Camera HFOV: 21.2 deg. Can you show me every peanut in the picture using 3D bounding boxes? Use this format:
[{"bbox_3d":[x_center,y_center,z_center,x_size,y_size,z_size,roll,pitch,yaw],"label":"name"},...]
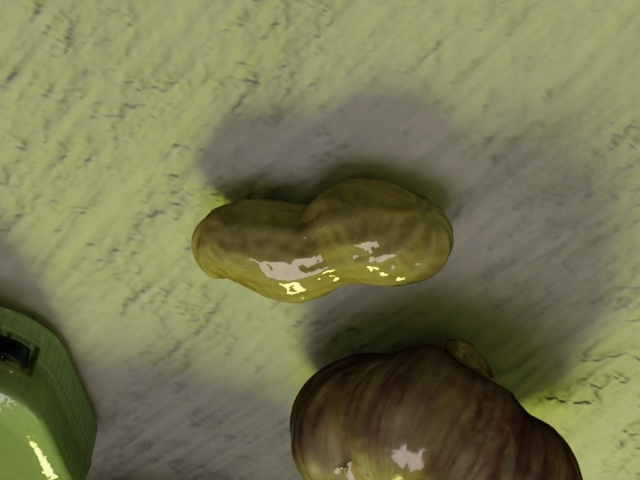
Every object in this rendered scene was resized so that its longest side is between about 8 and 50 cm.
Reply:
[{"bbox_3d":[0.000,0.000,1.205,0.187,0.082,0.082,-8,133,17],"label":"peanut"}]

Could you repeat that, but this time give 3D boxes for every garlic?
[{"bbox_3d":[0.090,0.158,1.298,0.245,0.160,0.245,20,157,9],"label":"garlic"}]

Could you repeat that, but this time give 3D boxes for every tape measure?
[{"bbox_3d":[-0.315,0.145,1.365,0.235,0.115,0.207,-4,136,12],"label":"tape measure"}]
